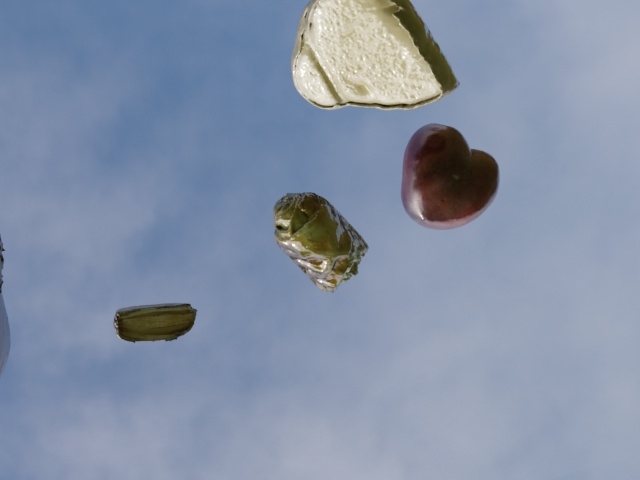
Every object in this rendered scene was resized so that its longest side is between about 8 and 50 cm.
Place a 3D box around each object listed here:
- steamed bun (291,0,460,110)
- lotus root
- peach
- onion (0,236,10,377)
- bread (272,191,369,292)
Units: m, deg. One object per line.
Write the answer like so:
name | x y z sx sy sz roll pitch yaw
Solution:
steamed bun | 0.052 -0.271 1.122 0.231 0.212 0.110 50 -135 -26
lotus root | -0.168 0.083 0.837 0.083 0.030 0.037 -4 -85 -24
peach | 0.183 -0.084 1.213 0.152 0.152 0.152 8 -106 -27
onion | -0.435 0.063 0.786 0.285 0.273 0.273 -27 -89 -15
bread | 0.000 0.000 0.713 0.060 0.066 0.110 -36 -45 4
